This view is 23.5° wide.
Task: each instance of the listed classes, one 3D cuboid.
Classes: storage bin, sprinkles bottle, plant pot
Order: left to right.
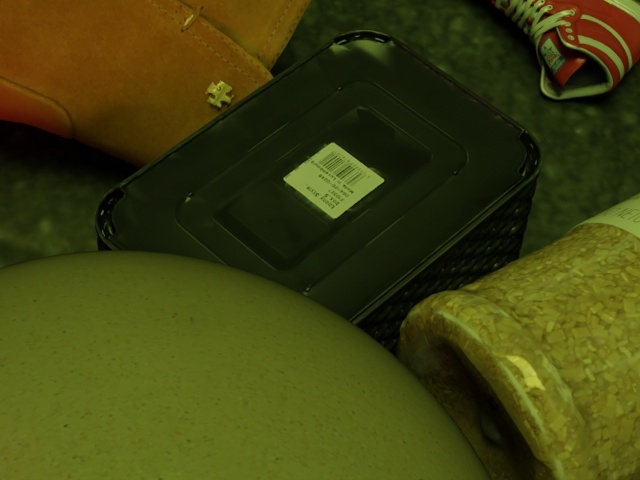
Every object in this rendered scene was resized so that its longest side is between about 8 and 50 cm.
[{"bbox_3d":[-0.050,0.137,0.449,0.284,0.191,0.284,1,85,-14],"label":"plant pot"},{"bbox_3d":[0.000,0.000,0.695,0.122,0.084,0.180,38,59,25],"label":"storage bin"},{"bbox_3d":[0.208,0.010,0.691,0.355,0.121,0.121,-26,60,-23],"label":"sprinkles bottle"}]

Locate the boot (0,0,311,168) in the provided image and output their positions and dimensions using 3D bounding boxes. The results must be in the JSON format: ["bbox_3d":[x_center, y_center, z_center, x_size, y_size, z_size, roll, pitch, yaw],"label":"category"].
[{"bbox_3d":[-0.142,-0.080,0.728,0.211,0.104,0.295,39,90,-13],"label":"boot"}]

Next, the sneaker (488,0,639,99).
[{"bbox_3d":[0.115,-0.118,0.825,0.118,0.042,0.067,26,52,10],"label":"sneaker"}]
